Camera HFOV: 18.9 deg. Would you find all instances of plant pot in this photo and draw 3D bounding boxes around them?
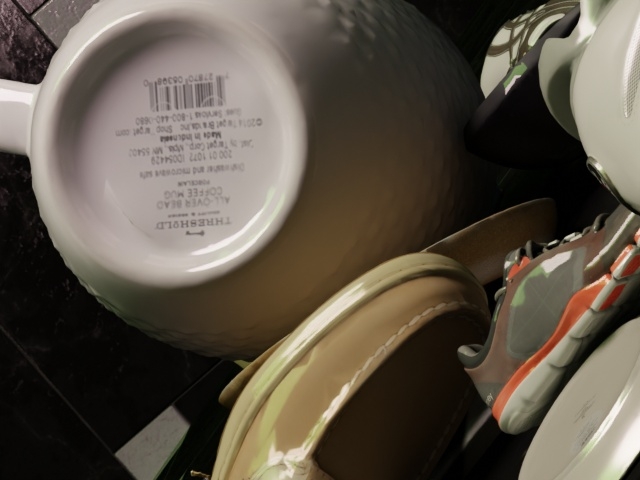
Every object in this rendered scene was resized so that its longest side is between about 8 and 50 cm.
[{"bbox_3d":[0.048,0.050,1.160,0.236,0.032,0.236,-30,-9,-6],"label":"plant pot"}]

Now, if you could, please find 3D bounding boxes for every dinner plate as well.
[{"bbox_3d":[0.118,0.076,0.830,0.141,0.017,0.141,-56,5,8],"label":"dinner plate"}]

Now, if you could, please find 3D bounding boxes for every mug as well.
[{"bbox_3d":[-0.090,-0.062,1.267,0.328,0.374,0.276,-1,-80,-76],"label":"mug"}]

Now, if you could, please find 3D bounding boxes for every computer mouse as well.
[{"bbox_3d":[0.197,-0.127,1.262,0.272,0.072,0.188,-43,-6,-35],"label":"computer mouse"}]

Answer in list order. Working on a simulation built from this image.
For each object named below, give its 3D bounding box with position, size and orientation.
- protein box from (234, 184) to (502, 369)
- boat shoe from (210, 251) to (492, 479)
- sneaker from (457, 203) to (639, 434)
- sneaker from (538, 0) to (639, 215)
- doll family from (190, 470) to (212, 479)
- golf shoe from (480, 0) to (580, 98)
[{"bbox_3d":[0.000,0.000,1.536,0.201,0.200,0.136,-53,3,29],"label":"protein box"},{"bbox_3d":[-0.004,0.166,1.006,0.341,0.121,0.110,-58,41,9],"label":"boat shoe"},{"bbox_3d":[0.114,0.016,0.888,0.061,0.065,0.158,2,-51,-56],"label":"sneaker"},{"bbox_3d":[0.225,-0.131,0.714,0.330,0.122,0.146,-53,22,18],"label":"sneaker"},{"bbox_3d":[-0.030,0.162,1.182,0.193,0.076,0.111,-15,31,3],"label":"doll family"},{"bbox_3d":[0.175,-0.143,1.531,0.094,0.077,0.198,-59,4,-40],"label":"golf shoe"}]
